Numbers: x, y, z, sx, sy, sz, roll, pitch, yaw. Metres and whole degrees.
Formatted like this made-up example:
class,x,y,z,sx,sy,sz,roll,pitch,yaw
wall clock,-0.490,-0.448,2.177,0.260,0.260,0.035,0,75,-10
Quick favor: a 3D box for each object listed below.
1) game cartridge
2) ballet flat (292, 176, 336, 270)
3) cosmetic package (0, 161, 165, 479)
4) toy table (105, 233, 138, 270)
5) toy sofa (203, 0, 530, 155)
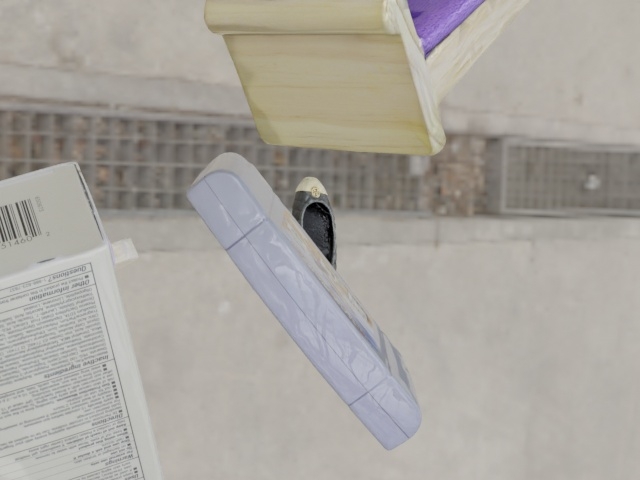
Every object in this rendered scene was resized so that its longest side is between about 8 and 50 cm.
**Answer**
class,x,y,z,sx,sy,sz,roll,pitch,yaw
game cartridge,-0.010,0.050,1.359,0.062,0.198,0.297,-38,98,1
ballet flat,0.000,0.000,1.812,0.057,0.049,0.173,3,67,-23
cosmetic package,-0.230,0.103,1.189,0.160,0.113,0.309,-16,135,-12
toy table,-0.340,0.065,1.702,0.161,0.274,0.252,0,75,-78
toy sofa,0.082,-0.228,1.034,0.362,0.150,0.177,-48,132,-38
